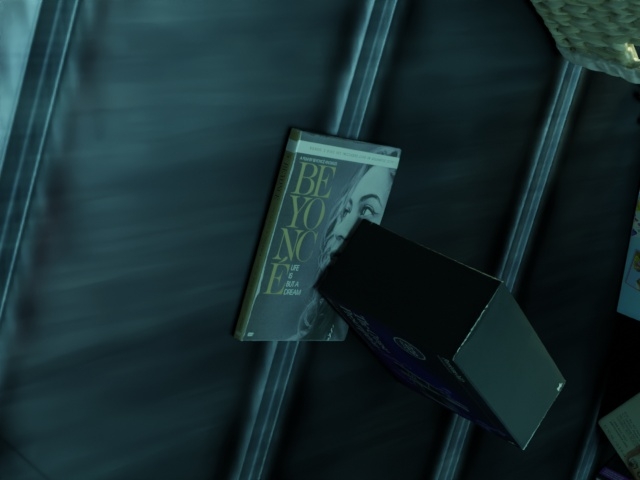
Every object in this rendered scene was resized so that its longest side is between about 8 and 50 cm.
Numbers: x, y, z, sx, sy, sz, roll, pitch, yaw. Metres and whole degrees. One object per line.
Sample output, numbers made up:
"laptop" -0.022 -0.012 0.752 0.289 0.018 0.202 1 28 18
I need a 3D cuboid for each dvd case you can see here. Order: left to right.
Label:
"dvd case" 0.000 0.000 1.292 0.164 0.018 0.221 5 104 -49

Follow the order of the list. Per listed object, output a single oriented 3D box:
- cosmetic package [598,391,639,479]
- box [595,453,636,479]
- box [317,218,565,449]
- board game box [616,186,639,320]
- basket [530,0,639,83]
"cosmetic package" 0.574 0.234 1.833 0.153 0.129 0.296 -18 159 -39
"box" 0.530 0.362 1.973 0.162 0.116 0.029 -35 135 -33
"box" 0.137 0.106 1.349 0.103 0.184 0.261 -58 144 -13
"board game box" 0.545 -0.014 1.787 0.142 0.144 0.275 -16 120 -43
"basket" 0.410 -0.357 1.337 0.266 0.328 0.331 35 82 -46
